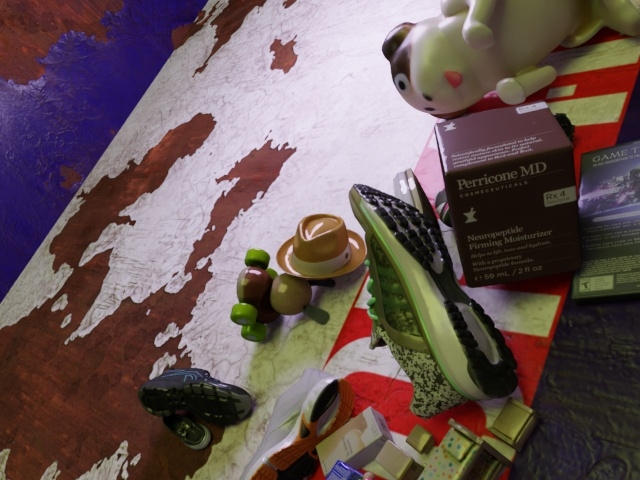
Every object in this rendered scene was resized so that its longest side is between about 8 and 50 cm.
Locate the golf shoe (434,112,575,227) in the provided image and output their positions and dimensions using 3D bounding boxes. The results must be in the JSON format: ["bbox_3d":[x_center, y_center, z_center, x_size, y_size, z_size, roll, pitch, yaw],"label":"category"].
[{"bbox_3d":[0.308,-0.132,1.080,0.273,0.105,0.120,-40,29,10],"label":"golf shoe"}]

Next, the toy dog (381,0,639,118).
[{"bbox_3d":[0.313,-0.415,1.190,0.408,0.284,0.395,-38,36,17],"label":"toy dog"}]

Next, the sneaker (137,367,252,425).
[{"bbox_3d":[-0.244,0.298,1.247,0.267,0.101,0.106,-1,23,28],"label":"sneaker"}]

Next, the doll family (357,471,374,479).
[{"bbox_3d":[0.074,0.365,0.600,0.118,0.163,0.263,-29,51,53],"label":"doll family"}]

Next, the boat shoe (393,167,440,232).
[{"bbox_3d":[0.157,-0.010,1.108,0.103,0.113,0.302,-25,42,20],"label":"boat shoe"}]

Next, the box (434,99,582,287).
[{"bbox_3d":[0.272,-0.068,0.910,0.168,0.203,0.167,-12,33,12],"label":"box"}]

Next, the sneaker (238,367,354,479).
[{"bbox_3d":[-0.055,0.330,1.041,0.262,0.099,0.121,-49,27,-14],"label":"sneaker"}]

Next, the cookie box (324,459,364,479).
[{"bbox_3d":[0.034,0.384,0.886,0.107,0.092,0.040,-56,33,-10],"label":"cookie box"}]

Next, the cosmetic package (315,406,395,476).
[{"bbox_3d":[0.053,0.320,0.968,0.115,0.041,0.060,-40,37,11],"label":"cosmetic package"}]

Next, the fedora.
[{"bbox_3d":[0.000,0.000,1.225,0.194,0.079,0.194,-4,32,2],"label":"fedora"}]

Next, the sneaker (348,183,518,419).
[{"bbox_3d":[0.115,0.088,0.946,0.182,0.158,0.410,-44,54,28],"label":"sneaker"}]

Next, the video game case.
[{"bbox_3d":[0.469,-0.039,0.889,0.196,0.026,0.274,-11,49,40],"label":"video game case"}]

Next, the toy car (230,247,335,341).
[{"bbox_3d":[-0.066,0.115,1.247,0.188,0.149,0.155,3,58,13],"label":"toy car"}]

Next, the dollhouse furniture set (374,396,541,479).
[{"bbox_3d":[0.170,0.263,0.848,0.182,0.101,0.161,-54,36,-9],"label":"dollhouse furniture set"}]

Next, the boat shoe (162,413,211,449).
[{"bbox_3d":[-0.273,0.382,1.248,0.142,0.040,0.049,4,60,48],"label":"boat shoe"}]
